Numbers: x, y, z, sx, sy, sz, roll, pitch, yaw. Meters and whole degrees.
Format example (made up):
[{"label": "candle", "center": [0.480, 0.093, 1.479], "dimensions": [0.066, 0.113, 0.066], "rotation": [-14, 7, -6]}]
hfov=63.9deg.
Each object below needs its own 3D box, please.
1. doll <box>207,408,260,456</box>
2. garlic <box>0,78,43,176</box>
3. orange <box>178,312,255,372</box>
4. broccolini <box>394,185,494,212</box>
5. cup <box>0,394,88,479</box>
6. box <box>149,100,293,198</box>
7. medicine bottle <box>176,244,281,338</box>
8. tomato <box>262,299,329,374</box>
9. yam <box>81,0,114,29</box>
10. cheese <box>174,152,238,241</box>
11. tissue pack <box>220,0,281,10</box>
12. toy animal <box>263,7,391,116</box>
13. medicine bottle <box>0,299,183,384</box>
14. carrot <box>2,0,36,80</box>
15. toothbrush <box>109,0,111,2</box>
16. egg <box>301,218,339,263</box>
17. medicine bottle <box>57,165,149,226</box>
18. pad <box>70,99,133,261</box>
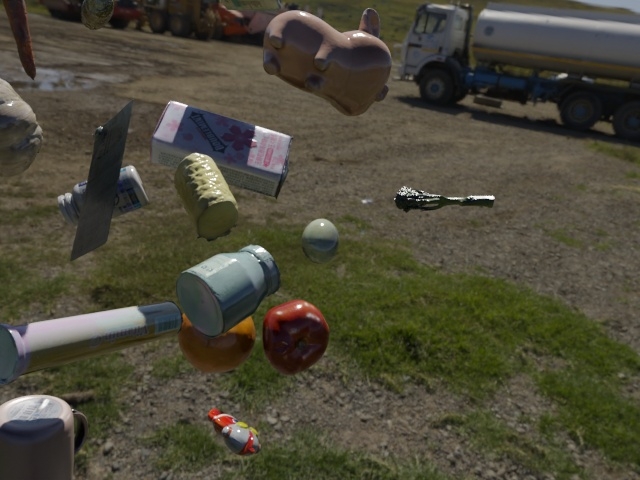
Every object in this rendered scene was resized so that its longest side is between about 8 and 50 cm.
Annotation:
[{"label": "doll", "center": [-0.231, 0.521, 1.384], "dimensions": [0.142, 0.076, 0.245], "rotation": [39, -19, -24]}, {"label": "garlic", "center": [-0.666, -0.236, 1.038], "dimensions": [0.227, 0.228, 0.152], "rotation": [20, 50, 21]}, {"label": "orange", "center": [-0.413, 0.376, 2.047], "dimensions": [0.311, 0.312, 0.312], "rotation": [10, 22, -4]}, {"label": "broccolini", "center": [0.171, -0.058, 0.715], "dimensions": [0.139, 0.030, 0.035], "rotation": [1, 44, 27]}, {"label": "cup", "center": [-0.657, 0.479, 1.211], "dimensions": [0.191, 0.201, 0.252], "rotation": [15, 12, 22]}, {"label": "box", "center": [-0.264, -0.254, 1.429], "dimensions": [0.369, 0.112, 0.190], "rotation": [14, 55, -7]}, {"label": "medicine bottle", "center": [-0.300, 0.158, 1.740], "dimensions": [0.244, 0.245, 0.289], "rotation": [25, 36, 32]}, {"label": "tomato", "center": [-0.109, 0.380, 2.048], "dimensions": [0.298, 0.299, 0.226], "rotation": [-2, 8, -29]}, {"label": "yam", "center": [-0.544, -0.559, 1.247], "dimensions": [0.067, 0.071, 0.317], "rotation": [-19, 23, -21]}, {"label": "cheese", "center": [-0.248, -0.096, 1.110], "dimensions": [0.093, 0.123, 0.167], "rotation": [-9, 49, -32]}, {"label": "tissue pack", "center": [-0.231, -0.810, 1.608], "dimensions": [0.201, 0.125, 0.271], "rotation": [-3, 11, 2]}, {"label": "toy animal", "center": [0.021, -0.438, 1.259], "dimensions": [0.326, 0.237, 0.269], "rotation": [33, 45, 2]}, {"label": "medicine bottle", "center": [-0.473, 0.201, 1.093], "dimensions": [0.108, 0.108, 0.426], "rotation": [22, 9, 25]}, {"label": "carrot", "center": [-0.859, -0.576, 1.479], "dimensions": [0.057, 0.225, 0.057], "rotation": [-6, 15, 1]}, {"label": "toothbrush", "center": [-0.428, -0.533, 0.976], "dimensions": [0.013, 0.193, 0.019], "rotation": [-21, -15, -9]}, {"label": "egg", "center": [0.000, 0.000, 1.522], "dimensions": [0.114, 0.114, 0.152], "rotation": [9, 44, -4]}, {"label": "medicine bottle", "center": [-0.532, -0.104, 1.261], "dimensions": [0.191, 0.107, 0.107], "rotation": [-23, 32, -13]}, {"label": "pad", "center": [-0.380, -0.104, 0.883], "dimensions": [0.009, 0.265, 0.159], "rotation": [20, -27, -41]}]
